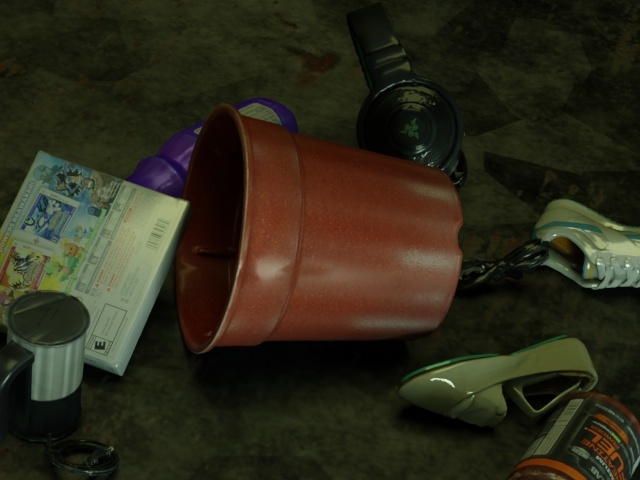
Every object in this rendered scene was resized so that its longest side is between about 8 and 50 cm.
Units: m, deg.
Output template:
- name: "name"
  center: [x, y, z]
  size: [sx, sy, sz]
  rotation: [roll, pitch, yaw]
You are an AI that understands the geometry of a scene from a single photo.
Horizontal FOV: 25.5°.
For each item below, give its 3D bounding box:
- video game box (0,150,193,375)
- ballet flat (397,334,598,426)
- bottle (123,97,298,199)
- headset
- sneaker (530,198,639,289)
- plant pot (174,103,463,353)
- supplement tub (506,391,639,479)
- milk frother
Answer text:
- name: "video game box"
  center: [-0.264, 0.023, 1.548]
  size: [0.187, 0.048, 0.205]
  rotation: [20, 71, 7]
- name: "ballet flat"
  center: [0.203, 0.162, 1.557]
  size: [0.248, 0.086, 0.086]
  rotation: [-11, 43, -29]
- name: "bottle"
  center: [-0.145, -0.083, 1.737]
  size: [0.092, 0.118, 0.283]
  rotation: [24, 37, 32]
- name: "headset"
  center: [0.143, -0.123, 1.784]
  size: [0.185, 0.243, 0.394]
  rotation: [-18, 72, 2]
- name: "sneaker"
  center: [0.374, 0.027, 1.775]
  size: [0.228, 0.087, 0.092]
  rotation: [18, 44, 19]
- name: "plant pot"
  center: [0.000, 0.000, 1.573]
  size: [0.265, 0.272, 0.272]
  rotation: [6, 37, -20]
- name: "supplement tub"
  center: [0.250, 0.246, 1.432]
  size: [0.106, 0.106, 0.198]
  rotation: [26, 40, 18]
- name: "milk frother"
  center: [-0.254, 0.147, 1.396]
  size: [0.143, 0.135, 0.129]
  rotation: [16, 38, 6]
